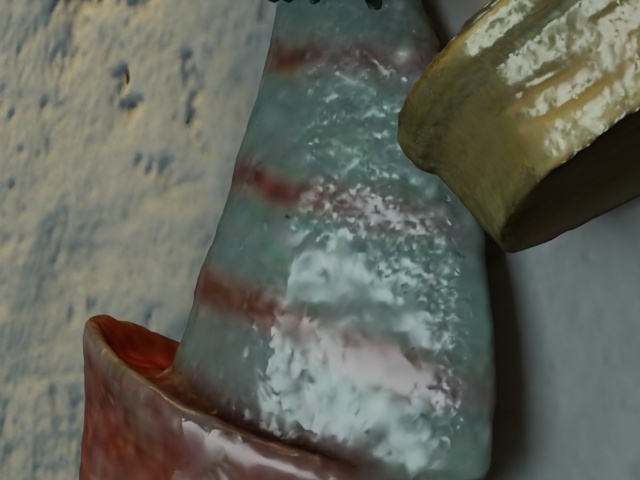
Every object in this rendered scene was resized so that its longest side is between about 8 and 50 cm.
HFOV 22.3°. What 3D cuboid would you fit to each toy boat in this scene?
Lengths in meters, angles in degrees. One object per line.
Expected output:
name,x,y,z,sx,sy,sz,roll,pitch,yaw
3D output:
toy boat,0.000,0.000,0.674,0.206,0.096,0.282,15,89,37
toy boat,0.105,-0.060,0.539,0.188,0.116,0.061,-39,72,35

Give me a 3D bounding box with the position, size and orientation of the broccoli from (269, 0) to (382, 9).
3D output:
broccoli,-0.006,-0.279,0.558,0.252,0.221,0.361,44,118,35
